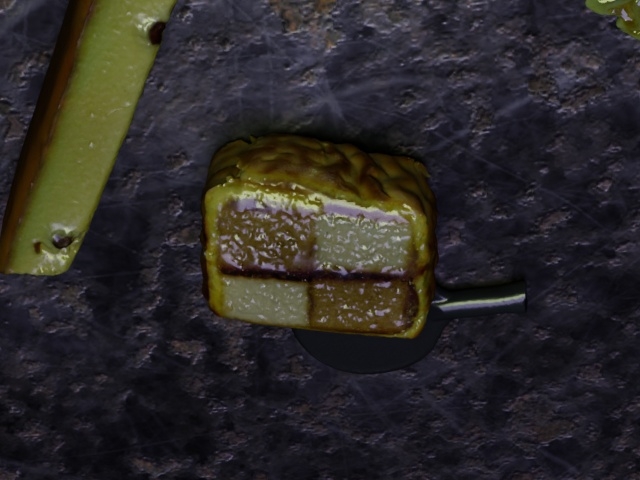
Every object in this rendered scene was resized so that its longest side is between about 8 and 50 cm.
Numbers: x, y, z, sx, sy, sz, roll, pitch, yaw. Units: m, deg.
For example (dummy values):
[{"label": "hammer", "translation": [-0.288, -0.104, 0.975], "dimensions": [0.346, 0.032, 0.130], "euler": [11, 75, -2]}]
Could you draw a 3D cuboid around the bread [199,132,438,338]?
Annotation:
[{"label": "bread", "translation": [0.000, 0.000, 1.469], "dimensions": [0.222, 0.096, 0.181], "euler": [7, 124, 0]}]

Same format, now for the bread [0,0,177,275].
[{"label": "bread", "translation": [-0.190, -0.137, 1.353], "dimensions": [0.077, 0.138, 0.361], "euler": [16, 126, -14]}]

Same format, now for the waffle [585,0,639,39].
[{"label": "waffle", "translation": [0.293, -0.253, 1.302], "dimensions": [0.214, 0.054, 0.208], "euler": [20, 129, -6]}]

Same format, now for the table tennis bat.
[{"label": "table tennis bat", "translation": [0.085, 0.069, 1.573], "dimensions": [0.236, 0.027, 0.150], "euler": [-7, 126, 9]}]
